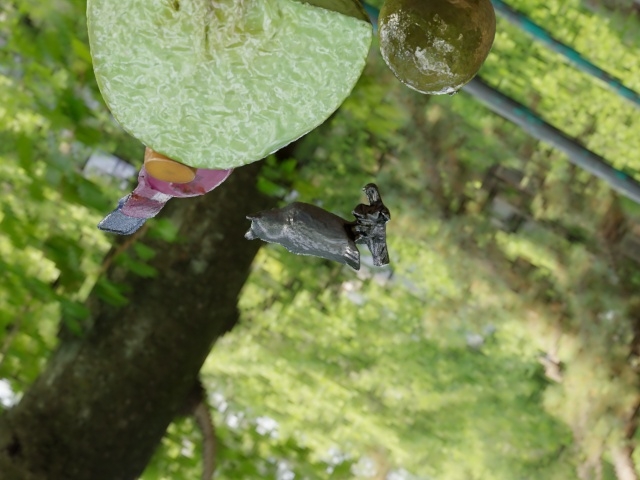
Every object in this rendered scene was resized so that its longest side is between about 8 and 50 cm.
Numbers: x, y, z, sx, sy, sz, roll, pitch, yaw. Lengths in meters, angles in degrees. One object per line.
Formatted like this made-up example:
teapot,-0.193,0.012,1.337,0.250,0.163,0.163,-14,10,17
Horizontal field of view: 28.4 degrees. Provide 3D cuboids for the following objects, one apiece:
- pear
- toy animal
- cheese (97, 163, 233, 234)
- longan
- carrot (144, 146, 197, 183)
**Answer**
pear,-0.108,-0.197,1.344,0.288,0.239,0.139,17,-153,-7
toy animal,-0.003,0.002,1.837,0.210,0.117,0.121,-6,145,-3
cheese,-0.193,-0.085,1.667,0.155,0.244,0.062,13,-137,-58
longan,0.144,-0.244,1.528,0.145,0.154,0.176,22,143,45
carrot,-0.155,-0.164,1.488,0.087,0.193,0.087,17,154,8
